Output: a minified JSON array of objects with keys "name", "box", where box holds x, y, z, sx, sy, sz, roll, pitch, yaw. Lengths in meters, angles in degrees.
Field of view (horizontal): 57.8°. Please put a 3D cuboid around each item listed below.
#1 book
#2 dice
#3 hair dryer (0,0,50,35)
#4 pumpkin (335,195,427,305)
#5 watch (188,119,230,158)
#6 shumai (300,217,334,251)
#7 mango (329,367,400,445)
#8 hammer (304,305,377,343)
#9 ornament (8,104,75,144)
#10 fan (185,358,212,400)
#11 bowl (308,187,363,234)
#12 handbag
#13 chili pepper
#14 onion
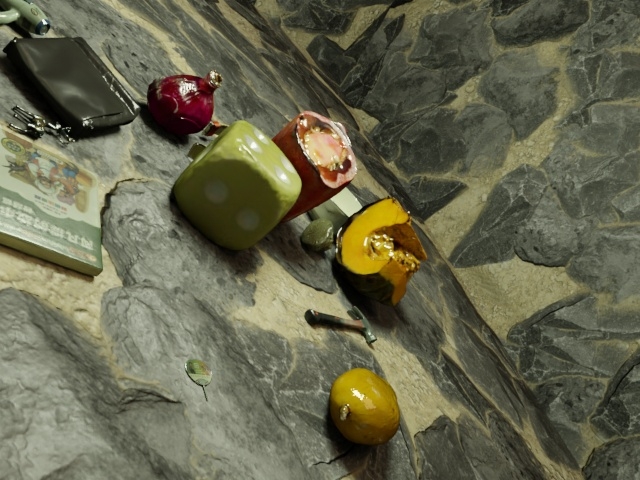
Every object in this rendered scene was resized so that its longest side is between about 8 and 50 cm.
[{"name":"book","box":[-0.480,-0.070,1.014,0.202,0.027,0.264,30,28,-42]},{"name":"dice","box":[-0.198,-0.136,1.426,0.233,0.227,0.238,44,20,-19]},{"name":"hair dryer","box":[-0.730,-0.519,1.289,0.167,0.067,0.199,44,34,11]},{"name":"pumpkin","box":[0.189,0.036,1.836,0.256,0.303,0.225,18,-27,46]},{"name":"watch","box":[-0.282,-0.276,1.698,0.268,0.102,0.165,17,41,-47]},{"name":"shumai","box":[-0.001,0.000,1.796,0.124,0.099,0.087,-60,140,-36]},{"name":"mango","box":[0.108,0.371,1.315,0.176,0.119,0.317,46,14,14]},{"name":"hammer","box":[0.054,0.222,1.583,0.287,0.033,0.111,19,37,-53]},{"name":"ornament","box":[-0.546,-0.220,1.145,0.125,0.028,0.073,29,28,-40]},{"name":"fan","box":[-0.219,0.242,1.036,0.060,0.003,0.080,39,23,-24]},{"name":"bowl","box":[0.044,-0.107,1.998,0.238,0.126,0.238,42,22,-21]},{"name":"handbag","box":[-0.548,-0.341,1.291,0.247,0.080,0.223,50,28,-4]},{"name":"chili pepper","box":[-0.076,-0.200,1.640,0.229,0.305,0.251,-17,82,-53]},{"name":"onion","box":[-0.344,-0.373,1.551,0.195,0.218,0.140,18,56,-62]}]
